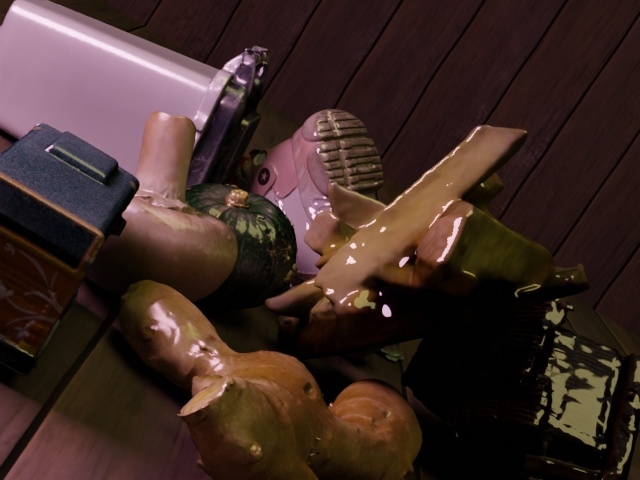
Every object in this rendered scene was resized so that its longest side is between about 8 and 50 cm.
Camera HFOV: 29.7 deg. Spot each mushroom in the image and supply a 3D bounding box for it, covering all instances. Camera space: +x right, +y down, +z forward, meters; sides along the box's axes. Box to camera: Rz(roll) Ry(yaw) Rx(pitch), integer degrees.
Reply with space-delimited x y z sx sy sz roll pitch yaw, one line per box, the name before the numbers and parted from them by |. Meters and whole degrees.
mushroom | -0.186 -0.037 1.371 0.207 0.215 0.207 15 1 0

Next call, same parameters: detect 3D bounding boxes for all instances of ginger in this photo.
ginger | -0.030 0.183 1.181 0.363 0.122 0.348 36 10 -19
ginger | 0.116 0.006 1.438 0.358 0.211 0.413 -9 -5 -34

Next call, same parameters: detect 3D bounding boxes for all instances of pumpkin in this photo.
pumpkin | -0.121 0.005 1.550 0.190 0.146 0.190 33 23 -15

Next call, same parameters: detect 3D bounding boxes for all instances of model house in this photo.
model house | 0.236 0.228 1.554 0.283 0.297 0.317 24 46 5

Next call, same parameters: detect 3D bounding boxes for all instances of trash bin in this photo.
trash bin | -0.277 -0.207 1.722 0.368 0.296 0.256 27 12 0

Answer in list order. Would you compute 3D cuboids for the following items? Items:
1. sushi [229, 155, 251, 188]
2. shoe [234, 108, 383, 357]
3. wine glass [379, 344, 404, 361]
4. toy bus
sushi | -0.075 -0.049 1.957 0.130 0.124 0.332 37 1 -32
shoe | 0.002 0.001 1.742 0.172 0.198 0.351 1 77 -48
wine glass | 0.136 0.066 1.819 0.103 0.222 0.103 29 12 -7
toy bus | -0.270 -0.005 1.135 0.138 0.167 0.275 31 11 -8
